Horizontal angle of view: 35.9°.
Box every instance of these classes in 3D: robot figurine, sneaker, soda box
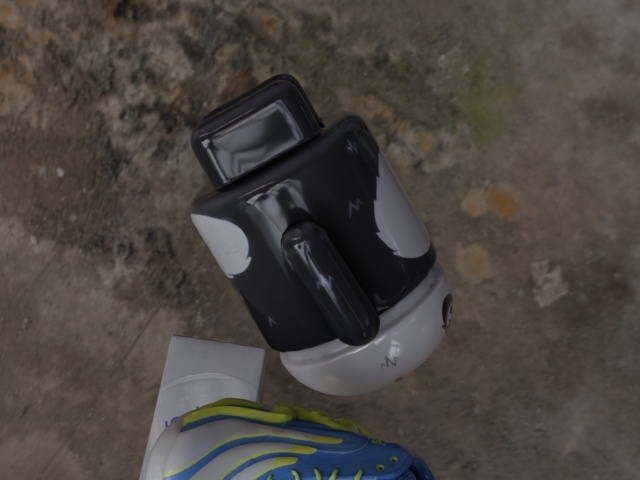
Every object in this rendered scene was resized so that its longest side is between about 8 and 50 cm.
[{"bbox_3d":[0.002,-0.002,0.846,0.209,0.173,0.278,-43,108,-43],"label":"robot figurine"},{"bbox_3d":[-0.004,0.163,0.703,0.240,0.126,0.091,8,86,-51],"label":"sneaker"},{"bbox_3d":[-0.115,0.235,0.876,0.091,0.098,0.286,9,62,1],"label":"soda box"}]
